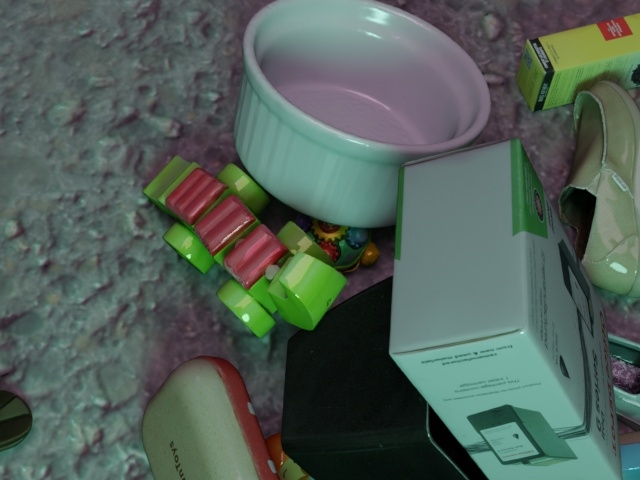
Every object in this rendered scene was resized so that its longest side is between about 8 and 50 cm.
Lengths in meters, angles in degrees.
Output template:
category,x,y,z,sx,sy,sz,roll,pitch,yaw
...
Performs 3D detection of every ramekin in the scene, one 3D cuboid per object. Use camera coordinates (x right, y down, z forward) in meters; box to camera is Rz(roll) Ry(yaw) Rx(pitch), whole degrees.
category,x,y,z,sx,sy,sz,roll,pitch,yaw
ramekin,0.035,-0.140,1.319,0.277,0.135,0.277,12,41,-10

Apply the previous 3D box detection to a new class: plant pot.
category,x,y,z,sx,sy,sz,roll,pitch,yaw
plant pot,0.065,0.161,1.163,0.167,0.187,0.188,-16,51,23

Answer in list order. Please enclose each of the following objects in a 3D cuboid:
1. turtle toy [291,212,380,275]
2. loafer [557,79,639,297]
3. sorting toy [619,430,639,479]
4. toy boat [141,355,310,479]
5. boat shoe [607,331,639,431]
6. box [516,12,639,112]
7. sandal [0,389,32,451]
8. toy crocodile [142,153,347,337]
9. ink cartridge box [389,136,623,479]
category,x,y,z,sx,sy,sz,roll,pitch,yaw
turtle toy,0.000,0.000,1.323,0.130,0.066,0.095,-32,66,-9
loafer,0.315,-0.065,1.348,0.092,0.102,0.268,1,62,-8
sorting toy,0.271,0.251,1.147,0.348,0.047,0.196,-10,35,6
toy boat,-0.071,0.226,1.176,0.151,0.151,0.231,-2,57,-36
boat shoe,0.342,0.153,1.241,0.227,0.081,0.079,21,63,10
box,0.359,-0.224,1.445,0.232,0.087,0.058,-14,63,-8
sandal,-0.405,0.203,1.213,0.219,0.060,0.090,-10,57,-24
toy crocodile,-0.090,-0.005,1.252,0.115,0.105,0.340,-44,45,-4
ink cartridge box,0.175,0.081,1.093,0.121,0.289,0.211,-14,49,23
